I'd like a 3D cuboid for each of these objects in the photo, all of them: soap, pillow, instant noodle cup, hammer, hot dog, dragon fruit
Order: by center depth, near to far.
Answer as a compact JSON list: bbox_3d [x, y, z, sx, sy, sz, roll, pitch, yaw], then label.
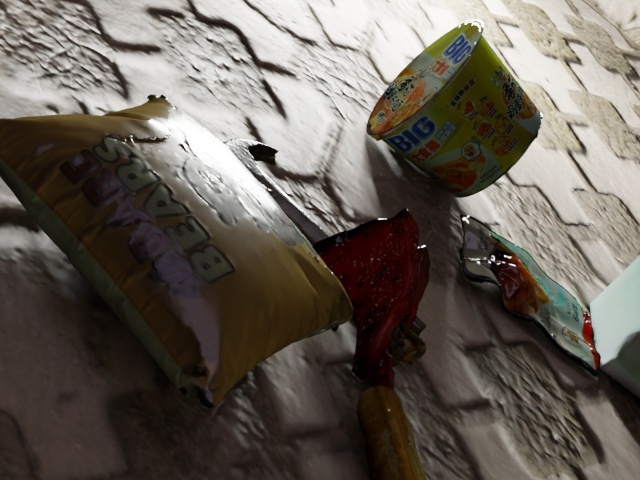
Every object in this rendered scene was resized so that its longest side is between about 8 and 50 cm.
[{"bbox_3d":[-0.125,-0.008,1.281,0.310,0.119,0.312,50,25,9],"label":"pillow"},{"bbox_3d":[0.071,0.219,1.288,0.066,0.047,0.215,41,21,-38],"label":"hot dog"},{"bbox_3d":[0.059,0.056,1.452,0.122,0.092,0.192,26,44,-18],"label":"dragon fruit"},{"bbox_3d":[-0.001,0.001,1.549,0.297,0.027,0.125,44,30,6],"label":"hammer"},{"bbox_3d":[0.179,-0.162,1.880,0.153,0.205,0.205,44,24,-19],"label":"instant noodle cup"},{"bbox_3d":[0.521,0.179,1.896,0.347,0.115,0.208,36,27,-13],"label":"soap"}]

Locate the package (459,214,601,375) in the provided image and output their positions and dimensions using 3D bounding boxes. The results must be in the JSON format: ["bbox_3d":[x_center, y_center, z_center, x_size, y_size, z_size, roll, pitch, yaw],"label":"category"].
[{"bbox_3d":[0.262,0.061,1.810,0.232,0.040,0.166,37,25,-13],"label":"package"}]
